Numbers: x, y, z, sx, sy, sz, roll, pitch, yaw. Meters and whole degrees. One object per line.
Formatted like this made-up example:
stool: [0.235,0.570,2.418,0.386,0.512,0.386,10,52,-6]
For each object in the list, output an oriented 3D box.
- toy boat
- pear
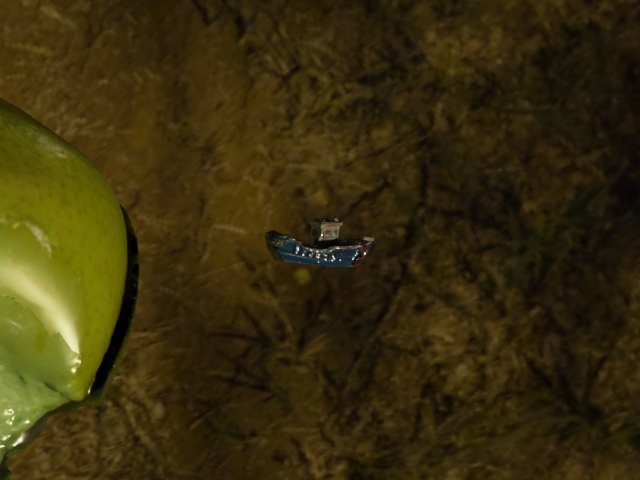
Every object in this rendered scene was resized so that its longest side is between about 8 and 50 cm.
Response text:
toy boat: [0.000,0.000,0.857,0.083,0.038,0.038,4,70,-25]
pear: [-0.255,0.022,0.691,0.292,0.159,0.292,-20,128,-27]
